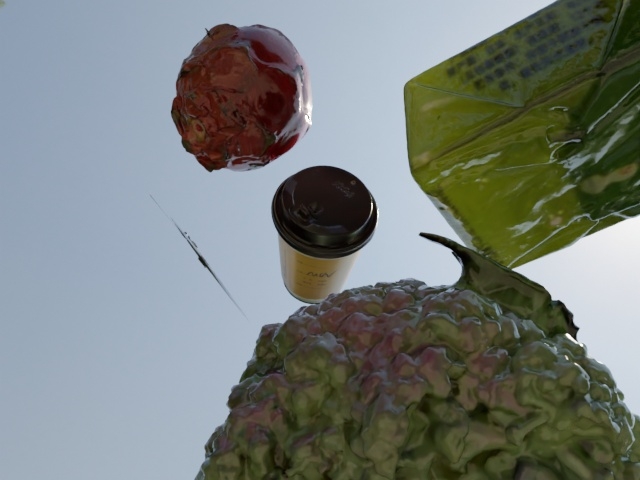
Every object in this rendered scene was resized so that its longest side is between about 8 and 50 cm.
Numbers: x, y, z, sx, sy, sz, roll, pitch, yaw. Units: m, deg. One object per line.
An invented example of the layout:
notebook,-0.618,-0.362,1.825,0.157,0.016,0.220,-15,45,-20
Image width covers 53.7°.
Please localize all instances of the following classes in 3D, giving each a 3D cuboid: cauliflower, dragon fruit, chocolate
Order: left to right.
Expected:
dragon fruit,-0.123,-0.225,1.012,0.241,0.252,0.241,3,-81,18
cauliflower,0.068,0.153,0.393,0.256,0.239,0.315,-7,-90,29
chocolate,0.261,-0.112,0.687,0.289,0.137,0.301,-26,-35,17

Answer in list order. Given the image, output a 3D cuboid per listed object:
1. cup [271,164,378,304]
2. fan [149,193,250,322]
cup,0.000,0.000,1.212,0.196,0.196,0.279,11,-35,2
fan,-0.245,0.001,1.182,0.012,0.415,0.233,-36,-40,-12
